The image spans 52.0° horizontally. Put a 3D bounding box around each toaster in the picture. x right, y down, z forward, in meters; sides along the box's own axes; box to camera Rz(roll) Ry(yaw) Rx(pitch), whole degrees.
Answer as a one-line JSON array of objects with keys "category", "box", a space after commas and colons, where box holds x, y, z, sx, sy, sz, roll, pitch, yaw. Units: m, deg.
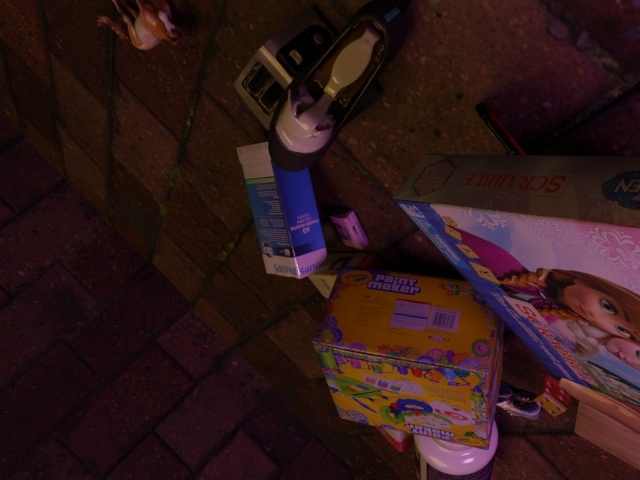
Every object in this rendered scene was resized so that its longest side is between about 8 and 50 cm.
[{"category": "toaster", "box": [-0.028, -0.230, 0.997, 0.168, 0.110, 0.186, 50, 156, -9]}]

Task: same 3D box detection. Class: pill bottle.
[{"category": "pill bottle", "box": [0.302, 0.464, 1.479, 0.181, 0.181, 0.323, 31, 152, 29]}]

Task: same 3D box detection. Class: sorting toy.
[{"category": "sorting toy", "box": [0.490, 0.303, 1.088, 0.275, 0.046, 0.132, 27, 150, 34]}]

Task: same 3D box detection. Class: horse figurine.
[{"category": "horse figurine", "box": [-0.341, -0.427, 1.246, 0.263, 0.066, 0.174, -5, 119, 57]}]

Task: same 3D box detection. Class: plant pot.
[{"category": "plant pot", "box": [0.000, 0.000, 1.353, 0.083, 0.079, 0.083, 35, 154, 20]}]

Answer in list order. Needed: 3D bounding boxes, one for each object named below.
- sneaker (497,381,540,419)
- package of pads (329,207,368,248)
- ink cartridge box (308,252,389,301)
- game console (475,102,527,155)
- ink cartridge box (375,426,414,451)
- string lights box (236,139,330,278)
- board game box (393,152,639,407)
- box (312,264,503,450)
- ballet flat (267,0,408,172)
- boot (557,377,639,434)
[{"category": "sneaker", "box": [0.374, 0.322, 1.301, 0.135, 0.052, 0.058, 18, 148, 47]}, {"category": "package of pads", "box": [0.056, -0.023, 1.285, 0.050, 0.032, 0.083, 12, 140, 49]}, {"category": "ink cartridge box", "box": [0.088, 0.098, 1.368, 0.134, 0.078, 0.231, 53, 155, -20]}, {"category": "game console", "box": [0.203, -0.090, 0.794, 0.124, 0.085, 0.144, 49, -163, -6]}, {"category": "ink cartridge box", "box": [0.148, 0.325, 1.534, 0.226, 0.131, 0.306, 42, 157, 33]}, {"category": "string lights box", "box": [-0.073, -0.064, 1.256, 0.133, 0.077, 0.259, 5, 110, 57]}, {"category": "board game box", "box": [0.262, 0.054, 0.569, 0.319, 0.066, 0.318, 44, 166, -26]}, {"category": "box", "box": [0.169, 0.211, 1.180, 0.290, 0.177, 0.279, 7, 141, 20]}, {"category": "ballet flat", "box": [0.004, -0.192, 0.856, 0.095, 0.096, 0.280, 36, 119, -3]}, {"category": "boot", "box": [0.472, 0.239, 0.884, 0.270, 0.089, 0.236, 29, 178, 29]}]
